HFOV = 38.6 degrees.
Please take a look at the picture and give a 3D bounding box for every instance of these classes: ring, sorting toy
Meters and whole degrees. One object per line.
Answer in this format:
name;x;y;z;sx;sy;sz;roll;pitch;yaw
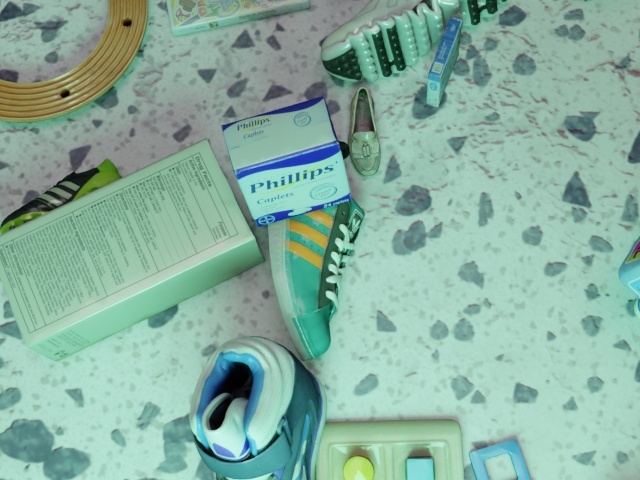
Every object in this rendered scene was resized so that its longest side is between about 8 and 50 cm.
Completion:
ring;-0.416;-0.324;1.346;0.337;0.032;0.336;-1;72;3
sorting toy;0.082;0.313;1.098;0.348;0.047;0.196;-2;72;4

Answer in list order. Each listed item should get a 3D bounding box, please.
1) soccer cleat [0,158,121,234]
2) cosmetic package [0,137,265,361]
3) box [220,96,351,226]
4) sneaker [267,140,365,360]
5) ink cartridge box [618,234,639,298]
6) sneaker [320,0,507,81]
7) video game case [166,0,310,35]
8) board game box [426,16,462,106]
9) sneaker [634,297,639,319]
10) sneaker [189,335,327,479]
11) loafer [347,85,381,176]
soccer cleat;-0.352;-0.051;1.245;0.179;0.060;0.072;-25;44;3
cosmetic package;-0.247;0.014;1.183;0.310;0.113;0.160;-24;72;-4
box;-0.038;-0.091;1.090;0.126;0.137;0.072;-16;61;1
sneaker;0.000;0.000;1.171;0.121;0.108;0.302;-9;71;6
ink cartridge box;0.515;-0.060;0.925;0.151;0.395;0.270;39;70;-2
sneaker;0.121;-0.322;1.277;0.292;0.110;0.118;-30;60;-9
video game case;-0.136;-0.426;1.360;0.206;0.026;0.227;-12;72;1
board game box;0.168;-0.241;1.245;0.020;0.090;0.090;19;74;12
sneaker;0.470;0.057;1.131;0.152;0.084;0.058;-16;72;-1
sneaker;-0.088;0.266;1.003;0.130;0.236;0.322;1;70;23
loafer;0.058;-0.150;1.250;0.045;0.039;0.125;-4;72;2
